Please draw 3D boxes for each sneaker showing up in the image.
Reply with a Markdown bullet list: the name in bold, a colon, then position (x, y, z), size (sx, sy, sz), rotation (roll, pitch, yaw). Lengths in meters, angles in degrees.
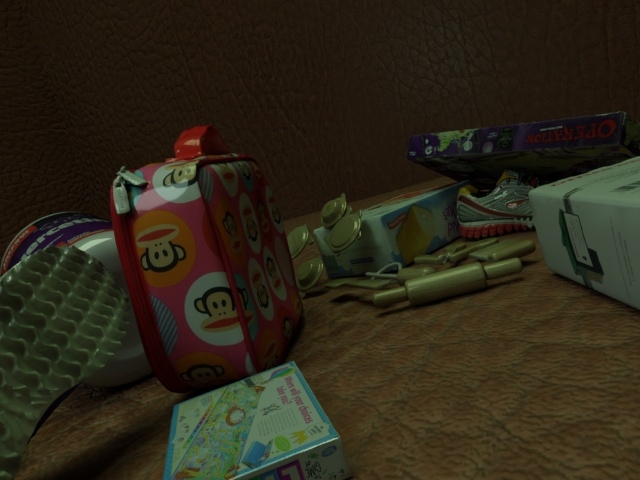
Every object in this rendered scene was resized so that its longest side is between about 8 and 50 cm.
- **sneaker**: position (0.308, -0.064, 0.784), size (0.225, 0.092, 0.088), rotation (-11, 8, 32)
- **sneaker**: position (-0.255, 0.119, 0.371), size (0.146, 0.102, 0.293), rotation (-26, 27, 25)

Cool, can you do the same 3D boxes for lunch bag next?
- **lunch bag**: position (-0.109, 0.001, 0.581), size (0.120, 0.258, 0.293), rotation (-13, 6, 7)

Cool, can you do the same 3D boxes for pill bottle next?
- **pill bottle**: position (-0.313, 0.059, 0.702), size (0.182, 0.181, 0.323), rotation (-22, 21, -35)

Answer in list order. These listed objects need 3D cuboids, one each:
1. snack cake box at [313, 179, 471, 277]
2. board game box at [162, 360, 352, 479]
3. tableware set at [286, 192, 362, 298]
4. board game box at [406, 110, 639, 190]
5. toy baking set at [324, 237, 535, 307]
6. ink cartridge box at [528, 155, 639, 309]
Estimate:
- **snack cake box**: position (0.137, -0.023, 0.898), size (0.264, 0.089, 0.152), rotation (-23, 7, -42)
- **board game box**: position (-0.050, 0.132, 0.357), size (0.104, 0.026, 0.154), rotation (-18, 7, -11)
- **tableware set**: position (0.000, 0.000, 0.810), size (0.169, 0.020, 0.141), rotation (-43, 33, 18)
- **board game box**: position (0.329, -0.124, 0.815), size (0.208, 0.056, 0.347), rotation (10, -2, -37)
- **toy baking set**: position (0.128, 0.044, 0.651), size (0.256, 0.030, 0.197), rotation (-16, 4, 5)
- **ink cartridge box**: position (0.295, -0.018, 0.432), size (0.160, 0.092, 0.219), rotation (-16, 6, 4)
